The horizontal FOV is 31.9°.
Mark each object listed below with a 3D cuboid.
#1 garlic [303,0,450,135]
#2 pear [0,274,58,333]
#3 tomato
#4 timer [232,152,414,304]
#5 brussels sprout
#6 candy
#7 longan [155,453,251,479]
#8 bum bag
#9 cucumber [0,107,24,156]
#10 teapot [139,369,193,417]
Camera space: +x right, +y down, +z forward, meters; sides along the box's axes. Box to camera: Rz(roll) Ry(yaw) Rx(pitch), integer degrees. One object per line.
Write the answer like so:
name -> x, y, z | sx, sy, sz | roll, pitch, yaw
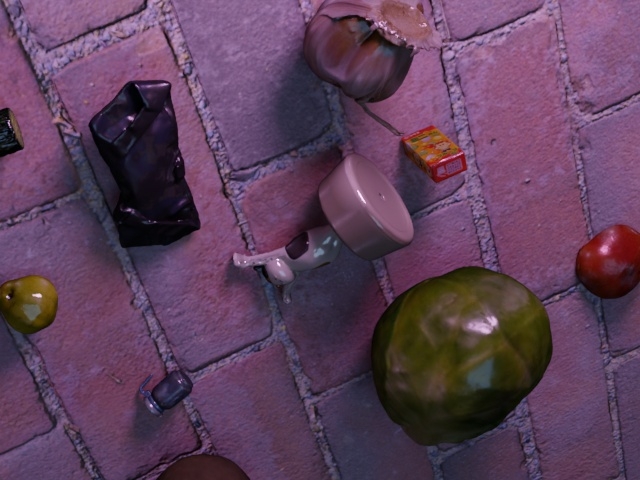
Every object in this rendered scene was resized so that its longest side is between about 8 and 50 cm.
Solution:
garlic -> 0.104, -0.266, 1.673 | 0.207, 0.207, 0.257 | -33, 109, -3
pear -> -0.451, 0.099, 1.724 | 0.097, 0.092, 0.092 | 22, 107, -32
tomato -> 0.572, 0.049, 2.144 | 0.155, 0.069, 0.156 | -11, 121, -19
timer -> 0.000, 0.000, 1.846 | 0.266, 0.175, 0.175 | -35, 127, 21
brussels sprout -> 0.233, 0.211, 1.969 | 0.289, 0.281, 0.355 | -34, 153, -39
candy -> 0.186, -0.142, 1.838 | 0.062, 0.122, 0.038 | -24, 123, -10
longan -> -0.216, 0.500, 1.970 | 0.246, 0.215, 0.246 | -2, 94, -31
bum bag -> -0.264, -0.105, 1.694 | 0.137, 0.074, 0.310 | -26, 131, -22
cucumber -> -0.565, -0.114, 1.568 | 0.293, 0.067, 0.068 | -19, 123, -11
teapot -> -0.264, 0.256, 1.913 | 0.083, 0.049, 0.063 | -40, 125, 2
